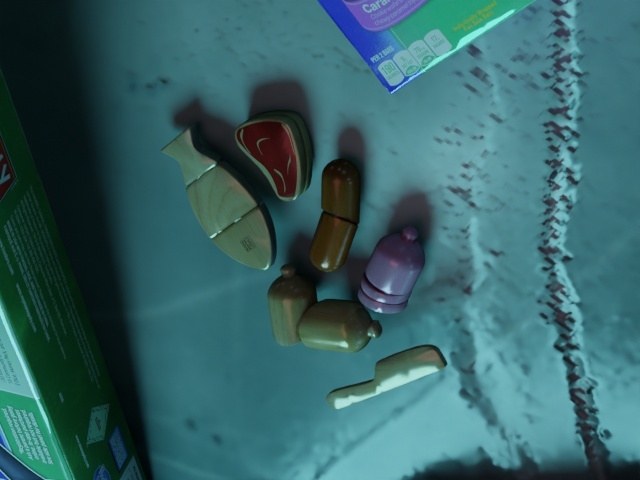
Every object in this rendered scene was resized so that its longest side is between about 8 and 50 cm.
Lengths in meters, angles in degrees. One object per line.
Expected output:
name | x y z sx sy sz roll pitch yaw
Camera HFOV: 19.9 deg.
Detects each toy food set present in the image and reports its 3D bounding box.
toy food set | 0.000 0.000 0.684 0.078 0.019 0.122 -24 99 34

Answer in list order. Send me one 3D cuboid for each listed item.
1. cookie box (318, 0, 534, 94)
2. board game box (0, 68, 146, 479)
cookie box | 0.028 -0.116 0.584 0.092 0.040 0.107 -31 102 37
board game box | -0.198 0.006 0.708 0.213 0.046 0.317 12 141 20
